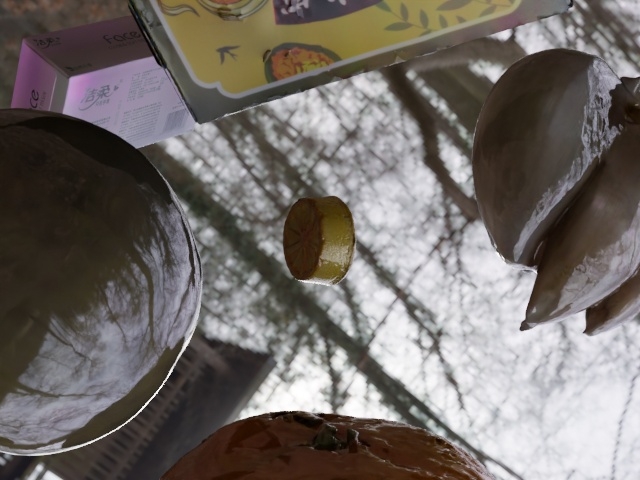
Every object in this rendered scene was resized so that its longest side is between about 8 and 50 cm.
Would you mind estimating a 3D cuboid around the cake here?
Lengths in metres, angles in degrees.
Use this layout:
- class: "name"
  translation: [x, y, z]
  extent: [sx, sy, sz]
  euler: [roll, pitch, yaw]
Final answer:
- class: "cake"
  translation: [0.000, 0.000, 1.058]
  extent: [0.084, 0.044, 0.084]
  euler: [-2, -93, 63]

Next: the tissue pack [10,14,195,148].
- class: "tissue pack"
  translation: [-0.250, -0.190, 1.410]
  extent: [0.246, 0.092, 0.149]
  euler: [-24, 146, -46]

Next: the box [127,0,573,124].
- class: "box"
  translation: [-0.019, -0.339, 0.971]
  extent: [0.373, 0.420, 0.138]
  euler: [-15, -145, 15]

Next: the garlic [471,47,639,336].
- class: "garlic"
  translation: [0.277, -0.066, 1.182]
  extent: [0.132, 0.279, 0.325]
  euler: [-30, -164, 52]

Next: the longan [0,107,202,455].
- class: "longan"
  translation: [-0.171, 0.027, 0.716]
  extent: [0.196, 0.220, 0.196]
  euler: [-5, -164, 1]

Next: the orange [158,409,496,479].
- class: "orange"
  translation: [0.013, 0.327, 1.044]
  extent: [0.424, 0.423, 0.326]
  euler: [-163, -102, -69]
